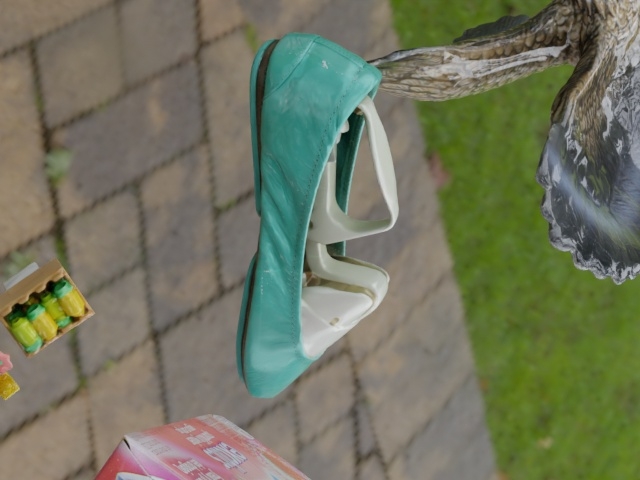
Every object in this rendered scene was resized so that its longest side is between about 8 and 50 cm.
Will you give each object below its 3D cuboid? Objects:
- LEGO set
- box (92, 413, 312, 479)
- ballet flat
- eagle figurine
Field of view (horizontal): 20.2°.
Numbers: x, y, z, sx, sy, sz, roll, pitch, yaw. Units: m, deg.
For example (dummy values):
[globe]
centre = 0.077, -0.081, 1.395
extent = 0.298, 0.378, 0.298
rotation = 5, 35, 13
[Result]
[LEGO set]
centre = -0.269, 0.077, 0.990
extent = 0.107, 0.287, 0.132
rotation = 112, -26, -81
[box]
centre = -0.059, 0.188, 0.897
extent = 0.154, 0.142, 0.300
rotation = -55, 175, -2
[ballet flat]
centre = 0.000, 0.000, 1.056
extent = 0.083, 0.087, 0.247
rotation = -47, 146, -54
[eagle figurine]
centre = 0.164, -0.125, 1.179
extent = 0.225, 0.226, 0.298
rotation = 47, 73, -23
